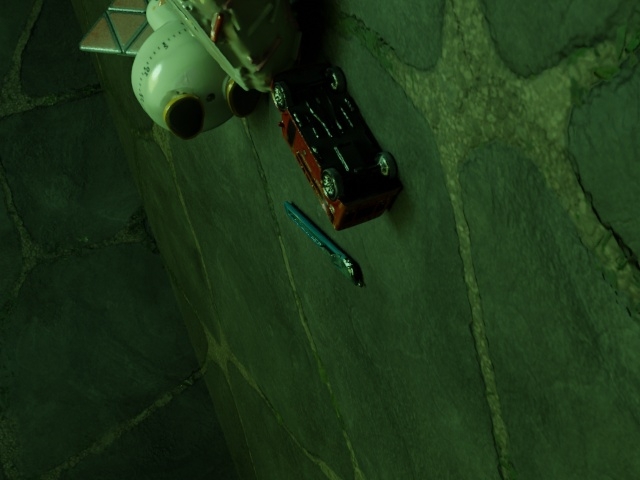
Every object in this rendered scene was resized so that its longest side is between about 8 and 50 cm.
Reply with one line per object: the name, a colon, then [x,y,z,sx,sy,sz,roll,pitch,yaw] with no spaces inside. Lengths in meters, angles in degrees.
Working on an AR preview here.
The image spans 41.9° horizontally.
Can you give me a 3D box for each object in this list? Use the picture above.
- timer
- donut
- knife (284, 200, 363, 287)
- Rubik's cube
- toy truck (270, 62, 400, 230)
timer: [-0.250,-0.328,1.596,0.240,0.233,0.233,53,154,32]
donut: [-0.172,-0.404,1.308,0.382,0.142,0.382,49,180,0]
knife: [-0.002,0.001,1.561,0.296,0.026,0.044,43,158,50]
Rubik's cube: [-0.351,-0.475,1.854,0.233,0.228,0.228,-30,122,35]
toy truck: [0.013,-0.146,1.270,0.252,0.107,0.114,61,157,22]
